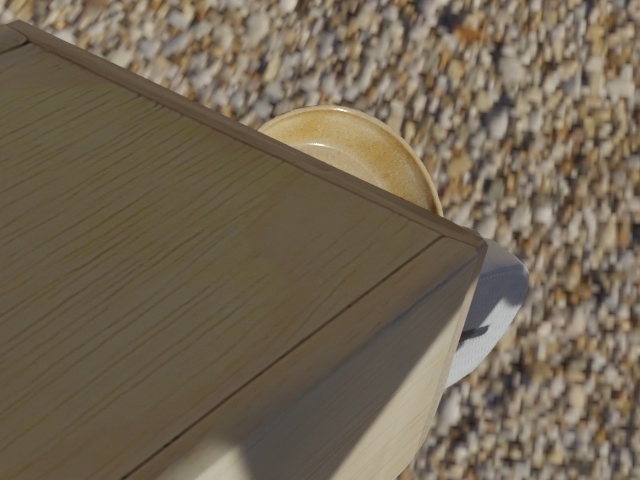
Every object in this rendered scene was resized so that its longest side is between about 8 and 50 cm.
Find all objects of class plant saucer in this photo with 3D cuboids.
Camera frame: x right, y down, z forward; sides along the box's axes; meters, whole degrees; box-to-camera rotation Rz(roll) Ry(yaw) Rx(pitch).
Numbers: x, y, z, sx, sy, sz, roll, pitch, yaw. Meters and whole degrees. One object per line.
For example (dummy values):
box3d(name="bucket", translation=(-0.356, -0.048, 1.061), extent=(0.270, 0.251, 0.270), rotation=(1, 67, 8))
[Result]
box3d(name="plant saucer", translation=(0.000, 0.000, 0.596), extent=(0.083, 0.083, 0.015), rotation=(51, 156, -17))

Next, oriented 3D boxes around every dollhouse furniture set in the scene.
box3d(name="dollhouse furniture set", translation=(-0.124, 0.177, 0.505), extent=(0.362, 0.256, 0.394), rotation=(26, 120, 20))

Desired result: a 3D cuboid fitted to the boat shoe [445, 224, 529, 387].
box3d(name="boat shoe", translation=(-0.018, 0.021, 0.886), extent=(0.119, 0.335, 0.121), rotation=(34, 100, 22))
